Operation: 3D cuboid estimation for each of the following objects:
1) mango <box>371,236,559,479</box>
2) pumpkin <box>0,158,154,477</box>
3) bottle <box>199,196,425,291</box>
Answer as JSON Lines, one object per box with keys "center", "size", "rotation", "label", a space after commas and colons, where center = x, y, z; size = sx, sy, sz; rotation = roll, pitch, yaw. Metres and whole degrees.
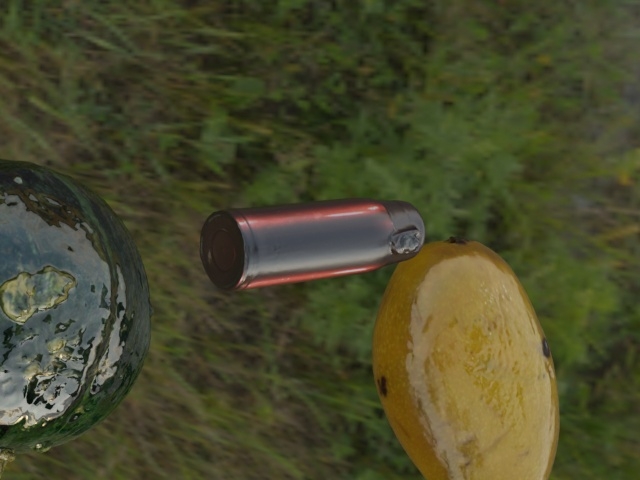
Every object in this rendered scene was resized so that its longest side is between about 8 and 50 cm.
{"center": [0.138, 0.142, 1.780], "size": [0.177, 0.120, 0.295], "rotation": [-16, 102, -27], "label": "mango"}
{"center": [-0.167, 0.039, 0.855], "size": [0.190, 0.190, 0.146], "rotation": [4, 59, -36], "label": "pumpkin"}
{"center": [0.000, 0.000, 1.290], "size": [0.164, 0.060, 0.060], "rotation": [-7, 100, -38], "label": "bottle"}
